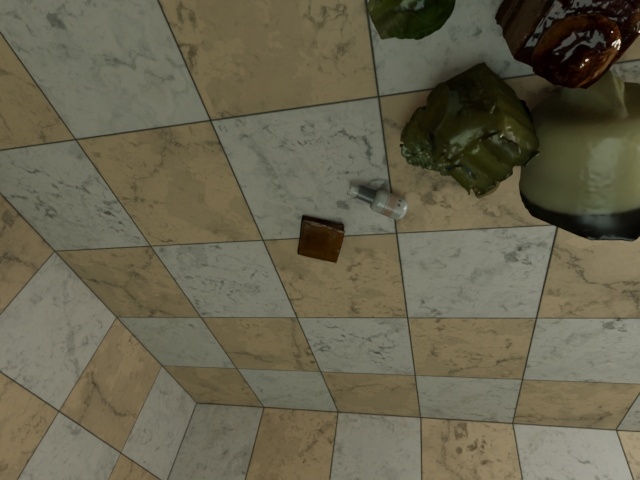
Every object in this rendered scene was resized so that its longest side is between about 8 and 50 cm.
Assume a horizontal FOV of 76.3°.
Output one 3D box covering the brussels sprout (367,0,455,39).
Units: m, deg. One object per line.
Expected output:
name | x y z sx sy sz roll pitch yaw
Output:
brussels sprout | 0.189 -0.507 0.854 0.181 0.143 0.161 -16 165 11

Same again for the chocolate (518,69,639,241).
chocolate | 0.627 -0.211 0.916 0.314 0.326 0.297 -34 136 -16

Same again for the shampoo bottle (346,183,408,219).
shampoo bottle | 0.176 -0.128 1.279 0.192 0.074 0.074 21 135 -6

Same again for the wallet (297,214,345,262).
wallet | 0.002 -0.002 1.470 0.161 0.042 0.195 14 138 5

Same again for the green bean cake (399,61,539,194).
green bean cake | 0.317 -0.245 0.961 0.202 0.309 0.285 32 130 -21

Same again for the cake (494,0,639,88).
cake | 0.472 -0.428 0.759 0.196 0.293 0.198 19 139 -7

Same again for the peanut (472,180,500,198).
peanut | 0.461 -0.205 1.122 0.100 0.099 0.214 -1 134 14
